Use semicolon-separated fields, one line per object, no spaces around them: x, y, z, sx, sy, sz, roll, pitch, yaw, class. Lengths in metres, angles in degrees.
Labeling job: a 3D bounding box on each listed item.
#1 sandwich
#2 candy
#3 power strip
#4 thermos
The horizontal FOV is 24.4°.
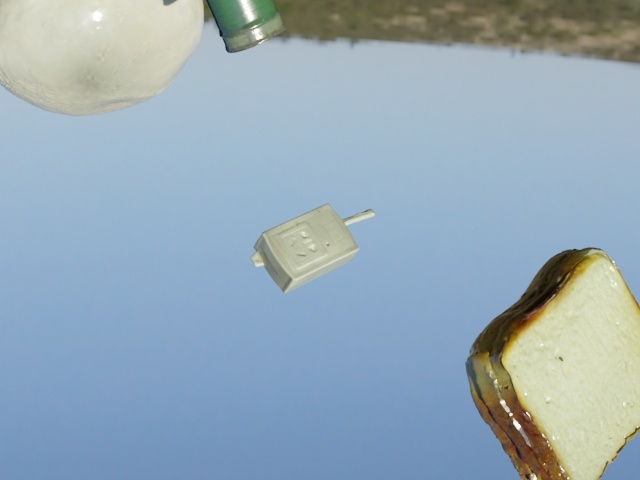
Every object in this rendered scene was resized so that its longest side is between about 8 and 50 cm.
0.343;0.182;2.034;0.301;0.271;0.099;-41;-166;-34;sandwich
-0.294;-0.264;1.902;0.296;0.295;0.185;0;-133;-20;candy
0.000;0.000;1.809;0.175;0.075;0.042;-26;165;-33;power strip
-0.102;-0.306;1.611;0.073;0.187;0.083;-4;-153;40;thermos
